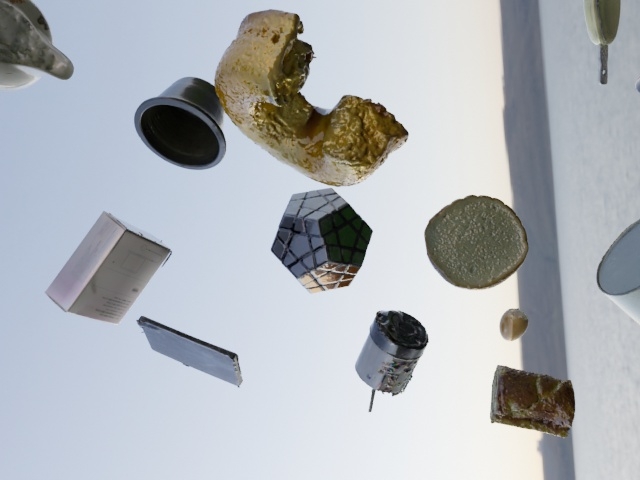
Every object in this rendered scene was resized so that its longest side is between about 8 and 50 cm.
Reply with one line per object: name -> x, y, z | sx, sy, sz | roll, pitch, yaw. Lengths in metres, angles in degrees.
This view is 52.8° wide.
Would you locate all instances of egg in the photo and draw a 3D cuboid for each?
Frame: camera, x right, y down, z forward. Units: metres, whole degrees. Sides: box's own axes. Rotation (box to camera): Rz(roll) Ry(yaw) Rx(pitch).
egg -> 0.562, 0.248, 1.885 | 0.080, 0.080, 0.096 | -45, -29, -65

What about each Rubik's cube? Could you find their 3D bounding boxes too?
Rubik's cube -> 0.000, 0.000, 1.928 | 0.319, 0.264, 0.319 | 47, 177, 4

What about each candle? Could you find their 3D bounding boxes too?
candle -> 0.206, 0.385, 2.026 | 0.187, 0.188, 0.330 | -53, -15, -62

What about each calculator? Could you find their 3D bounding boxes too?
calculator -> -0.307, 0.263, 1.526 | 0.161, 0.262, 0.021 | 91, -157, -53

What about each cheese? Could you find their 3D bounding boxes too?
cheese -> 0.743, -0.538, 1.696 | 0.127, 0.054, 0.251 | -12, -76, -35

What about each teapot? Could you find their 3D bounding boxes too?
teapot -> -0.619, -0.391, 1.213 | 0.298, 0.139, 0.204 | 28, -103, -36

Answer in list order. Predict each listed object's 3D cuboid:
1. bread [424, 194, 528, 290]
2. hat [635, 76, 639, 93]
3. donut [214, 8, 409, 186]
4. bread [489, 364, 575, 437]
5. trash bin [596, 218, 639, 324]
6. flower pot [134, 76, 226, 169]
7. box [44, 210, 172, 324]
bread -> 0.358, 0.005, 1.495 | 0.070, 0.236, 0.235 | 0, -94, -78
hat -> 0.596, -0.228, 0.996 | 0.205, 0.206, 0.089 | -65, -27, -54
donut -> -0.049, -0.274, 1.416 | 0.435, 0.378, 0.163 | 39, -107, -15
bread -> 0.472, 0.355, 1.442 | 0.132, 0.172, 0.103 | -69, -14, -48
trash bin -> 0.871, 0.149, 1.450 | 0.432, 0.280, 0.280 | 37, -145, -9
flower pot -> -0.325, -0.307, 1.600 | 0.235, 0.236, 0.148 | 64, -147, -47
box -> -0.523, 0.075, 1.617 | 0.251, 0.106, 0.203 | -56, -24, -2
